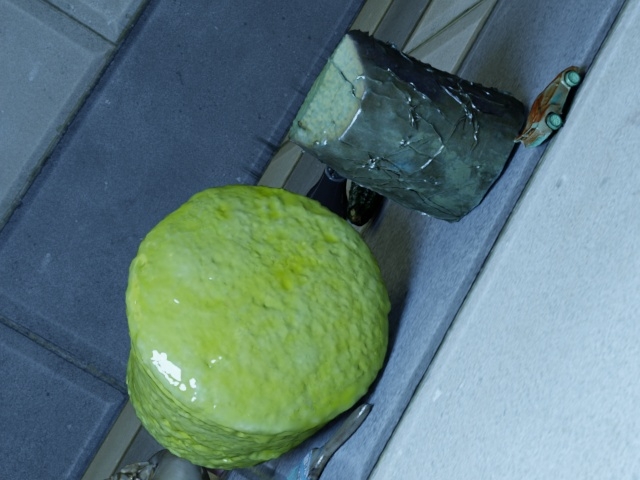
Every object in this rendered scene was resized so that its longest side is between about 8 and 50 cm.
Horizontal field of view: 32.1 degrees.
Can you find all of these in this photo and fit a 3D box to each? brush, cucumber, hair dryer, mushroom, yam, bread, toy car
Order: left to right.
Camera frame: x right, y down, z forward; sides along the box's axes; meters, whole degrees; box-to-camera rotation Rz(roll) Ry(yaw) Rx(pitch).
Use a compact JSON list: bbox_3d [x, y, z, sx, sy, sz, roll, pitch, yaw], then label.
[{"bbox_3d":[-0.277,0.439,1.809,0.226,0.178,0.226,-46,22,25],"label":"mushroom"},{"bbox_3d":[-0.106,0.131,1.483,0.308,0.348,0.348,-56,8,52],"label":"bread"},{"bbox_3d":[0.000,0.000,2.084,0.235,0.091,0.271,109,172,-64],"label":"hair dryer"},{"bbox_3d":[0.007,0.269,1.411,0.196,0.021,0.070,-50,12,27],"label":"brush"},{"bbox_3d":[0.083,-0.096,2.004,0.067,0.067,0.293,-53,13,27],"label":"cucumber"},{"bbox_3d":[0.112,-0.154,1.469,0.202,0.271,0.201,-63,11,9],"label":"yam"},{"bbox_3d":[0.279,-0.166,1.356,0.122,0.035,0.059,-64,8,-23],"label":"toy car"}]

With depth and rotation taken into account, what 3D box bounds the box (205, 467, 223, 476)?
[{"bbox_3d":[-0.154,0.334,1.909,0.125,0.043,0.089,-51,12,35],"label":"box"}]
